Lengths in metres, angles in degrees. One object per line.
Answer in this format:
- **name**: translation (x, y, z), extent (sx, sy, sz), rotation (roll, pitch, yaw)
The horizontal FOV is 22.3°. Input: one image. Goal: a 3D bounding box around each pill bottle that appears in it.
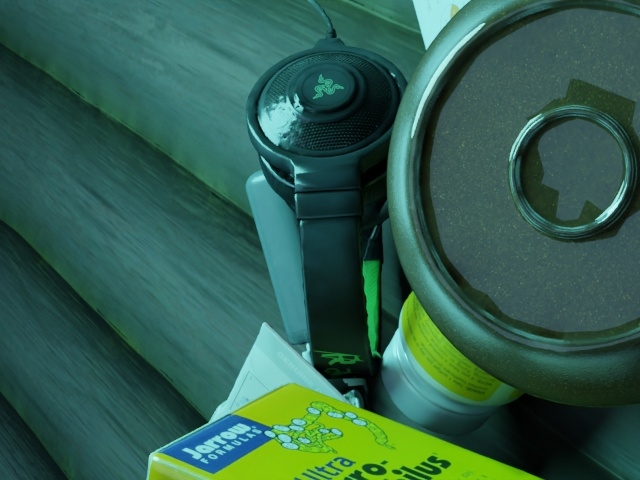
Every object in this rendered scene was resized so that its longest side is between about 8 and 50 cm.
- **pill bottle**: translation (0.132, 0.051, 1.229), extent (0.208, 0.119, 0.119), rotation (-58, 44, 42)

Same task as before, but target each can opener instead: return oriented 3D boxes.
- **can opener**: translation (-0.019, 0.072, 1.477), extent (0.093, 0.074, 0.280), rotation (-12, 91, 23)

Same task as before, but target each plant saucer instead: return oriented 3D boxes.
- **plant saucer**: translation (0.174, -0.044, 1.074), extent (0.310, 0.050, 0.311), rotation (-1, 87, 29)

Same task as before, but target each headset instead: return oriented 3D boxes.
- **headset**: translation (0.042, -0.085, 1.328), extent (0.243, 0.185, 0.394), rotation (57, -150, -79)

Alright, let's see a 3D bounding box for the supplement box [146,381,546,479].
- **supplement box**: translation (0.063, 0.266, 1.137), extent (0.356, 0.195, 0.194), rotation (19, 111, 25)

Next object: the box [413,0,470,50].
- **box**: translation (0.148, -0.214, 1.219), extent (0.170, 0.091, 0.130), rotation (-40, 58, 53)

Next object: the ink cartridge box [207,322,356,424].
- **ink cartridge box**: translation (0.030, 0.230, 1.340), extent (0.296, 0.066, 0.261), rotation (44, 134, 15)
